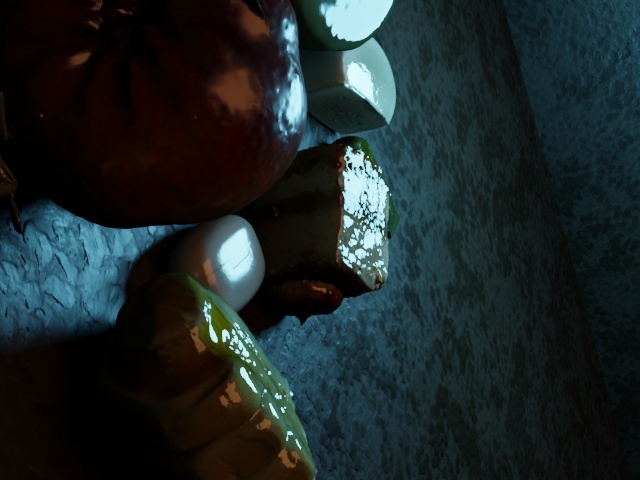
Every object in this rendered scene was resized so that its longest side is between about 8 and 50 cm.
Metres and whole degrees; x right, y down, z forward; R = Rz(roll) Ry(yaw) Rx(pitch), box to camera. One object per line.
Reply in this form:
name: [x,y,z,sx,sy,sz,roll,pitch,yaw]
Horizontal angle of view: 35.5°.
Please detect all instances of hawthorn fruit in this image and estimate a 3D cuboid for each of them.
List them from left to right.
hawthorn fruit: [-0.208,-0.196,1.257,0.403,0.403,0.402,33,51,-54]

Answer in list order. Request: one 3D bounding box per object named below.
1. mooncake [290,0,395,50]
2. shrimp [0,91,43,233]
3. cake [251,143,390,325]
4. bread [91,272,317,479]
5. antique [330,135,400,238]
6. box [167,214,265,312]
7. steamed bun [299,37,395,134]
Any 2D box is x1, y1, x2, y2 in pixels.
mooncake: [-0.012,-0.518,1.785,0.356,0.194,0.356,-20,116,-47]
shrimp: [-0.403,-0.118,1.050,0.166,0.221,0.410,89,-17,-63]
cake: [0.000,0.000,1.734,0.196,0.199,0.293,35,51,-56]
bread: [-0.165,0.211,1.309,0.341,0.210,0.300,59,-1,-42]
antique: [0.082,-0.106,2.051,0.221,0.081,0.080,65,28,-23]
box: [-0.156,0.042,1.528,0.146,0.088,0.200,69,28,-16]
steamed bun: [0.049,-0.329,2.000,0.242,0.146,0.164,31,58,-56]
